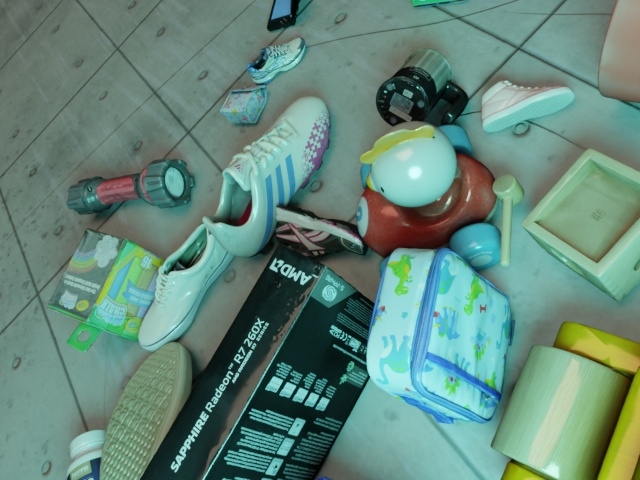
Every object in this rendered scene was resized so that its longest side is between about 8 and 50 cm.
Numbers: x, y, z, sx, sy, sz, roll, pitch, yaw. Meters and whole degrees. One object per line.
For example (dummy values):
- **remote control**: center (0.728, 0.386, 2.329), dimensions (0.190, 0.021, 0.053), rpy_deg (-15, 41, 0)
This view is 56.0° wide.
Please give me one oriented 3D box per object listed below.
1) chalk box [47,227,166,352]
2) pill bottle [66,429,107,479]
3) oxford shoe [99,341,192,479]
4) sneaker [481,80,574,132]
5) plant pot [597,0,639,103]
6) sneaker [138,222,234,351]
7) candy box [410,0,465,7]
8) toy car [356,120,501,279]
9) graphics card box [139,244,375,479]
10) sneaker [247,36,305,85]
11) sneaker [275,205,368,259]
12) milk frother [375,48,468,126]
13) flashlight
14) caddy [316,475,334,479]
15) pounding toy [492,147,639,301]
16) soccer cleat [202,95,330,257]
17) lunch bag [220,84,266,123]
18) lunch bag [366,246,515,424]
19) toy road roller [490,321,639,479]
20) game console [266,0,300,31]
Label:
- **chalk box**: center (-0.401, 0.106, 1.130), dimensions (0.132, 0.132, 0.213), rpy_deg (12, 74, 35)
- **pill bottle**: center (-0.355, 0.397, 0.969), dimensions (0.094, 0.094, 0.169), rpy_deg (-39, 51, 9)
- **oxford shoe**: center (-0.240, 0.351, 0.910), dimensions (0.169, 0.130, 0.449), rpy_deg (-36, 37, 19)
- **sneaker**: center (0.302, -0.216, 0.899), dimensions (0.134, 0.051, 0.070), rpy_deg (-17, 63, 29)
- **plant pot**: center (0.495, -0.260, 0.680), dimensions (0.243, 0.275, 0.275), rpy_deg (30, 84, 30)
- **sneaker**: center (-0.256, 0.077, 1.076), dimensions (0.094, 0.091, 0.258), rpy_deg (28, 83, 39)
- **candy box**: center (0.188, -0.608, 1.007), dimensions (0.122, 0.317, 0.268), rpy_deg (10, 71, 37)
- **toy car**: center (0.116, -0.080, 0.826), dimensions (0.210, 0.238, 0.219), rpy_deg (-22, 56, 22)
- **graphics card box**: center (-0.058, 0.216, 0.787), dimensions (0.094, 0.233, 0.371), rpy_deg (25, 82, 39)
- **sneaker**: center (-0.092, -0.373, 1.229), dimensions (0.135, 0.058, 0.052), rpy_deg (-35, 52, 12)
- **sneaker**: center (0.000, 0.000, 0.981), dimensions (0.178, 0.072, 0.077), rpy_deg (20, 104, 34)
- **milk frother**: center (0.149, -0.211, 0.973), dimensions (0.143, 0.129, 0.135), rpy_deg (-42, 6, 44)
- **flashlight**: center (-0.409, -0.103, 1.264), dimensions (0.304, 0.103, 0.103), rpy_deg (-6, 66, 29)
- **caddy**: center (0.012, 0.430, 0.630), dimensions (0.179, 0.241, 0.341), rpy_deg (33, 85, -4)
- **pounding toy**: center (0.313, -0.017, 0.769), dimensions (0.181, 0.094, 0.206), rpy_deg (-50, 41, 7)
- **soccer cleat**: center (-0.088, -0.130, 1.044), dimensions (0.116, 0.143, 0.331), rpy_deg (15, 75, 37)
- **lunch bag**: center (-0.154, -0.283, 1.226), dimensions (0.071, 0.053, 0.083), rpy_deg (8, 61, 34)
- **lunch bag**: center (0.148, 0.119, 0.714), dimensions (0.090, 0.219, 0.176), rpy_deg (0, 64, 40)
- **toy road roller**: center (0.316, 0.197, 0.551), dimensions (0.329, 0.240, 0.202), rpy_deg (18, 76, 37)
- **game console**: center (-0.076, -0.526, 1.291), dimensions (0.107, 0.071, 0.122), rpy_deg (-3, 64, 31)
